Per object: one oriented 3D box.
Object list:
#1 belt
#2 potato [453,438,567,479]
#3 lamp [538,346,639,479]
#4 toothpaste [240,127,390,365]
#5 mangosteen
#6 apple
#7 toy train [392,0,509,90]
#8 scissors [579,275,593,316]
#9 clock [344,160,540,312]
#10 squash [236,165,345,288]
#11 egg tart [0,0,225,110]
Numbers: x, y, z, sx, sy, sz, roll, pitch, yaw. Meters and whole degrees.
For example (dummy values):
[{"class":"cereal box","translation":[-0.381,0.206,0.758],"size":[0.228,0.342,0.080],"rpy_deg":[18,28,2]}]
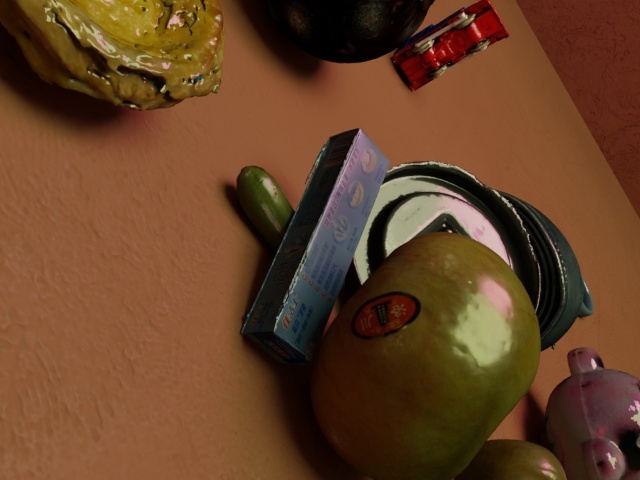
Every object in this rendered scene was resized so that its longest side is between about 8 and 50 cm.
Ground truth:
[{"class":"belt","translation":[0.261,0.043,1.215],"size":[0.116,0.206,0.268],"rpy_deg":[12,54,-55]},{"class":"potato","translation":[0.237,0.368,0.906],"size":[0.351,0.202,0.218],"rpy_deg":[-112,-171,-56]},{"class":"lamp","translation":[0.494,0.336,1.332],"size":[0.301,0.247,0.247],"rpy_deg":[54,31,-32]},{"class":"toothpaste","translation":[0.000,0.000,0.890],"size":[0.066,0.053,0.272],"rpy_deg":[44,53,-32]},{"class":"mangosteen","translation":[0.031,-0.393,1.160],"size":[0.288,0.288,0.288],"rpy_deg":[39,36,-37]},{"class":"apple","translation":[0.109,0.123,0.854],"size":[0.194,0.261,0.261],"rpy_deg":[37,26,12]},{"class":"toy train","translation":[0.237,-0.366,1.526],"size":[0.083,0.204,0.131],"rpy_deg":[55,25,-16]},{"class":"scissors","translation":[0.499,0.122,1.731],"size":[0.193,0.029,0.447],"rpy_deg":[62,28,-2]},{"class":"clock","translation":[0.156,0.031,1.073],"size":[0.280,0.055,0.281],"rpy_deg":[10,63,-20]},{"class":"squash","translation":[-0.036,-0.007,0.930],"size":[0.183,0.052,0.052],"rpy_deg":[53,30,-22]},{"class":"egg tart","translation":[-0.211,-0.236,0.778],"size":[0.290,0.107,0.291],"rpy_deg":[33,44,-37]}]
